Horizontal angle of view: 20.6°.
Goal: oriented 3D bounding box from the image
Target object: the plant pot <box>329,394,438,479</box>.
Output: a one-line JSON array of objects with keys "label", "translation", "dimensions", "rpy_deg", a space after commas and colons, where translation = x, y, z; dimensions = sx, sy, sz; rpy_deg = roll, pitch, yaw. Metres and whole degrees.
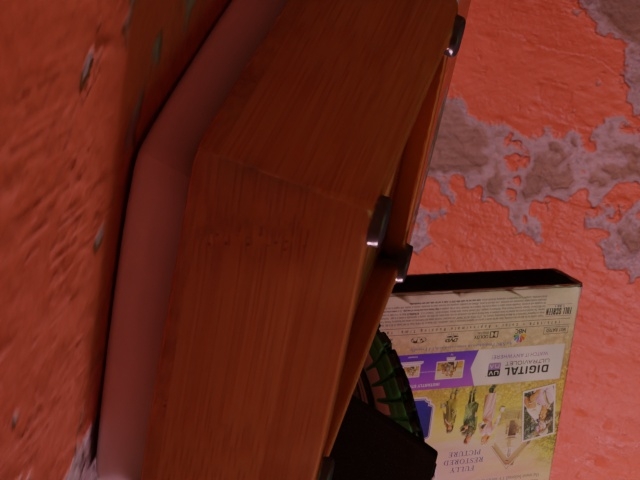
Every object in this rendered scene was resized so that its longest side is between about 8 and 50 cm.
[{"label": "plant pot", "translation": [-0.002, 0.230, 1.457], "dimensions": [0.188, 0.167, 0.187], "rpy_deg": [97, 10, -61]}]

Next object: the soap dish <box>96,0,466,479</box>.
[{"label": "soap dish", "translation": [-0.015, -0.011, 0.925], "dimensions": [0.291, 0.118, 0.229], "rpy_deg": [-65, 168, -57]}]

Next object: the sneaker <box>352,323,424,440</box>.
[{"label": "sneaker", "translation": [0.025, 0.200, 1.616], "dimensions": [0.134, 0.146, 0.344], "rpy_deg": [68, 10, -68]}]

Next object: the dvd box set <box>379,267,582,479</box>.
[{"label": "dvd box set", "translation": [0.126, 0.242, 1.983], "dimensions": [0.062, 0.307, 0.420], "rpy_deg": [35, -57, 57]}]
